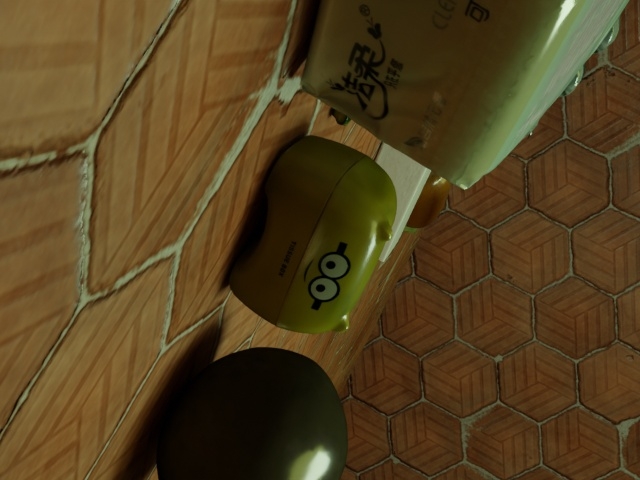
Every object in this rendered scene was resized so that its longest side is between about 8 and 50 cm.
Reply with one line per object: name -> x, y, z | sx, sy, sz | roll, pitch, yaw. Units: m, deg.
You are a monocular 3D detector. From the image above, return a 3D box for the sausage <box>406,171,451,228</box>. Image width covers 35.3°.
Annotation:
sausage -> 0.172, -0.092, 1.766 | 0.105, 0.105, 0.274 | -60, 172, -13

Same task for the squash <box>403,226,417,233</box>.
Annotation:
squash -> 0.209, -0.110, 2.023 | 0.083, 0.083, 0.250 | -52, 169, -50

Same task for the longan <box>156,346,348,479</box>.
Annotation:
longan -> -0.070, 0.215, 1.025 | 0.220, 0.196, 0.196 | -56, 172, 3

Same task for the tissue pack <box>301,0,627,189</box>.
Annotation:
tissue pack -> 0.172, -0.289, 0.748 | 0.332, 0.205, 0.405 | -50, 167, -35

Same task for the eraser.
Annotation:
eraser -> 0.124, -0.110, 1.511 | 0.076, 0.078, 0.298 | -51, 166, -51

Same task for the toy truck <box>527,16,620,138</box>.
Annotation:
toy truck -> 0.242, -0.296, 1.100 | 0.173, 0.207, 0.388 | -40, 166, -44

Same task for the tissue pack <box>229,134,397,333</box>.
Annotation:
tissue pack -> 0.000, 0.000, 0.969 | 0.178, 0.127, 0.123 | -65, 173, 28

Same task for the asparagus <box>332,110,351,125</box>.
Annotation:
asparagus -> 0.036, -0.145, 1.073 | 0.025, 0.021, 0.108 | -62, 173, 29
